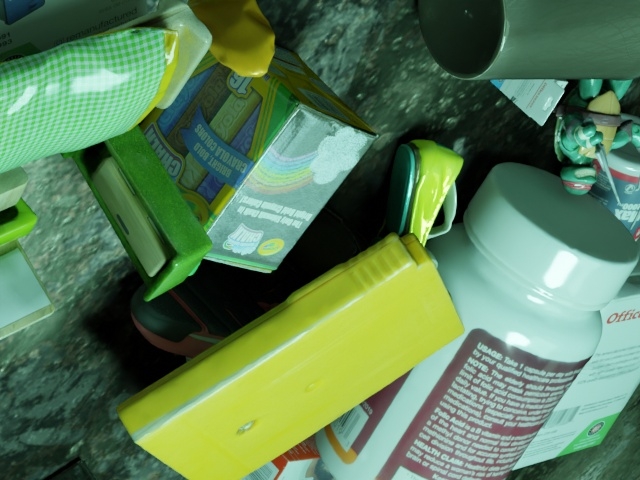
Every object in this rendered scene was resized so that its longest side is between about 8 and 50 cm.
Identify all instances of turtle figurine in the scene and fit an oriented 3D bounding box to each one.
[{"bbox_3d":[0.306,-0.129,1.892,0.175,0.118,0.234,-7,109,-52],"label":"turtle figurine"}]

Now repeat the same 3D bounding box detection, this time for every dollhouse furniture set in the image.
[{"bbox_3d":[-0.183,-0.037,1.348,0.197,0.151,0.301,-27,172,-27],"label":"dollhouse furniture set"}]

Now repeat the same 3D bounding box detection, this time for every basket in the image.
[{"bbox_3d":[0.219,-0.230,1.687,0.227,0.154,0.204,-13,140,-33],"label":"basket"}]

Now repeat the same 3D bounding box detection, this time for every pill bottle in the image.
[{"bbox_3d":[0.176,0.121,1.978,0.224,0.224,0.392,0,129,-48],"label":"pill bottle"},{"bbox_3d":[0.337,-0.050,2.064,0.108,0.108,0.180,-18,141,-35],"label":"pill bottle"}]

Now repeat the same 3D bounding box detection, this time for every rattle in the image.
[{"bbox_3d":[-0.077,-0.248,1.349,0.130,0.142,0.199,5,133,-28],"label":"rattle"}]

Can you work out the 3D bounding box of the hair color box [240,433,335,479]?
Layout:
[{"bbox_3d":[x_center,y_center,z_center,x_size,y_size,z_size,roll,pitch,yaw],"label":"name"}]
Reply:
[{"bbox_3d":[-0.016,0.276,2.108,0.167,0.053,0.093,-1,129,-49],"label":"hair color box"}]

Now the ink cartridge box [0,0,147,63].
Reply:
[{"bbox_3d":[-0.214,-0.220,1.265,0.154,0.093,0.212,-27,143,-24],"label":"ink cartridge box"}]

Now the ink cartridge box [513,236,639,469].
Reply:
[{"bbox_3d":[0.329,0.139,2.263,0.211,0.121,0.289,-6,133,-44],"label":"ink cartridge box"}]

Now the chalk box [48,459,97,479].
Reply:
[{"bbox_3d":[-0.310,0.403,1.814,0.289,0.180,0.179,-31,146,-16],"label":"chalk box"}]

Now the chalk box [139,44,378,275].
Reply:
[{"bbox_3d":[-0.081,-0.063,1.564,0.213,0.132,0.132,-51,148,15],"label":"chalk box"}]

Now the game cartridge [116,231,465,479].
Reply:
[{"bbox_3d":[-0.018,0.124,1.728,0.324,0.052,0.285,-34,158,-1],"label":"game cartridge"}]

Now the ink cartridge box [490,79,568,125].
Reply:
[{"bbox_3d":[0.222,-0.160,1.827,0.028,0.083,0.048,1,128,-48],"label":"ink cartridge box"}]

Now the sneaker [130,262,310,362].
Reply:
[{"bbox_3d":[-0.088,0.115,1.780,0.314,0.116,0.136,11,121,-53],"label":"sneaker"}]

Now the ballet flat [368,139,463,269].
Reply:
[{"bbox_3d":[0.096,0.000,1.860,0.077,0.077,0.231,3,119,-27],"label":"ballet flat"}]

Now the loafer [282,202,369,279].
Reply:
[{"bbox_3d":[0.000,0.000,1.774,0.080,0.078,0.220,-50,148,10],"label":"loafer"}]
